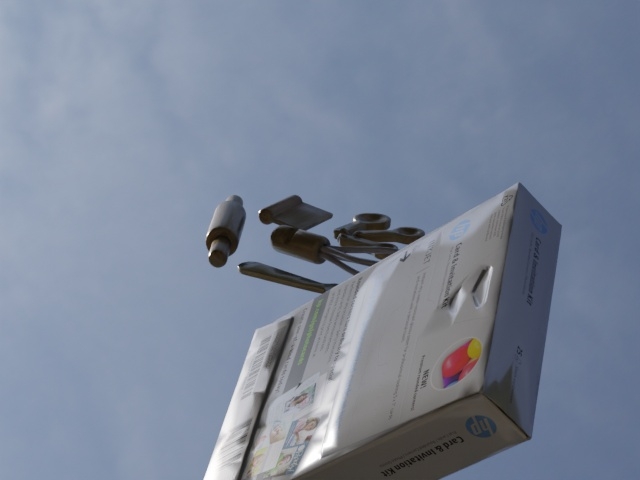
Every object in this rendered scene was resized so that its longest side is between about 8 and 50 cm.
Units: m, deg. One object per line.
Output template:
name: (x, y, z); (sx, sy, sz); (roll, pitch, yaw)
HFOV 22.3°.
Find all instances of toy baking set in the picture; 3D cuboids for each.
toy baking set: (-0.007, -0.001, 1.447); (0.196, 0.256, 0.030); (4, -71, 6)

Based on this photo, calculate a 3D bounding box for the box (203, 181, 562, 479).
box: (0.027, 0.066, 0.783); (0.186, 0.145, 0.038); (-32, -64, 34)
